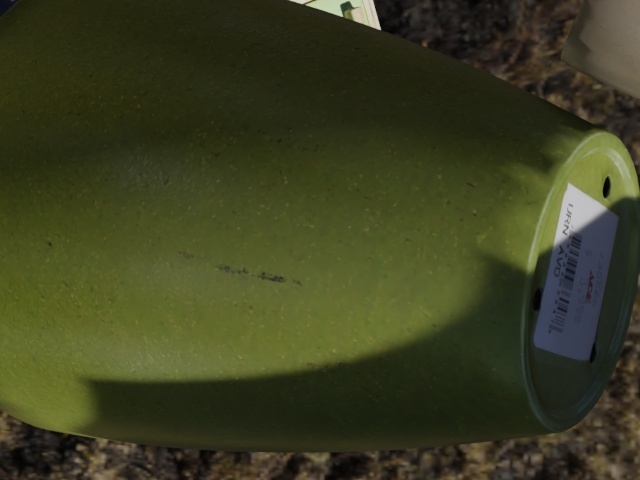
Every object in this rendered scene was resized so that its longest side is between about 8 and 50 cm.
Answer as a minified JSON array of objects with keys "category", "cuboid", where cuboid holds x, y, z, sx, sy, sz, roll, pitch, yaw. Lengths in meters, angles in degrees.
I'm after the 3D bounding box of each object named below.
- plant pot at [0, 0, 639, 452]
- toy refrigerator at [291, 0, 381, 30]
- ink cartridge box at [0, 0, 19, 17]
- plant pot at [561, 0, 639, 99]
[{"category":"plant pot","cuboid":[0.000,0.000,0.579,0.274,0.293,0.275,-20,115,-51]},{"category":"toy refrigerator","cuboid":[0.013,-0.085,0.950,0.102,0.094,0.270,-28,110,-31]},{"category":"ink cartridge box","cuboid":[-0.296,-0.211,0.878,0.395,0.166,0.285,58,32,-15]},{"category":"plant pot","cuboid":[0.322,-0.185,0.744,0.191,0.284,0.284,37,49,12]}]
